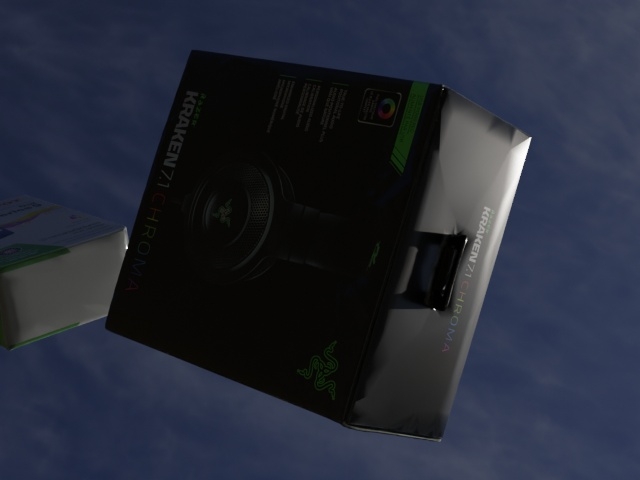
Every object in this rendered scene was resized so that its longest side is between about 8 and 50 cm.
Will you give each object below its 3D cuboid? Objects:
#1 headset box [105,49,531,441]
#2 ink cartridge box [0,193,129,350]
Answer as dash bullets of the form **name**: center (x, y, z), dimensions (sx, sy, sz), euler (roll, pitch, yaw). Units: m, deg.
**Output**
- **headset box**: center (0.000, 0.000, 0.906), dimensions (0.131, 0.283, 0.246), euler (20, -93, -50)
- **ink cartridge box**: center (-0.319, 0.027, 1.229), dimensions (0.154, 0.212, 0.093), euler (-20, -67, -39)
